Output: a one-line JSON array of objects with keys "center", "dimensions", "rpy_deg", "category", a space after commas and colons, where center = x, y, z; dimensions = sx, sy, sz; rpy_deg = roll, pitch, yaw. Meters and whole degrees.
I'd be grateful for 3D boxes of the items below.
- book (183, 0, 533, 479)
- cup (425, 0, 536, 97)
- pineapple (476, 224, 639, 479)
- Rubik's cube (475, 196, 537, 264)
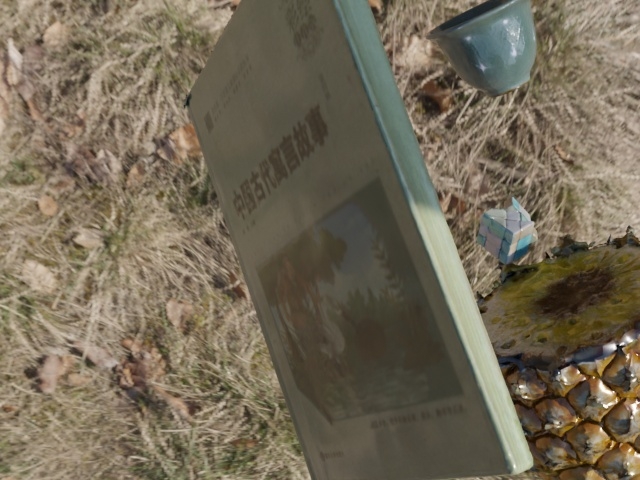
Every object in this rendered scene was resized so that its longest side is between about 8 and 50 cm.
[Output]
[{"center": [0.000, 0.000, 0.440], "dimensions": [0.025, 0.215, 0.282], "rpy_deg": [-14, 79, -31], "category": "book"}, {"center": [0.302, -0.334, 1.351], "dimensions": [0.199, 0.199, 0.150], "rpy_deg": [-27, 105, -1], "category": "cup"}, {"center": [0.380, 0.176, 1.065], "dimensions": [0.352, 0.352, 0.300], "rpy_deg": [-29, 117, -2], "category": "pineapple"}, {"center": [0.273, -0.018, 1.115], "dimensions": [0.073, 0.075, 0.084], "rpy_deg": [-23, 64, -26], "category": "Rubik's cube"}]
